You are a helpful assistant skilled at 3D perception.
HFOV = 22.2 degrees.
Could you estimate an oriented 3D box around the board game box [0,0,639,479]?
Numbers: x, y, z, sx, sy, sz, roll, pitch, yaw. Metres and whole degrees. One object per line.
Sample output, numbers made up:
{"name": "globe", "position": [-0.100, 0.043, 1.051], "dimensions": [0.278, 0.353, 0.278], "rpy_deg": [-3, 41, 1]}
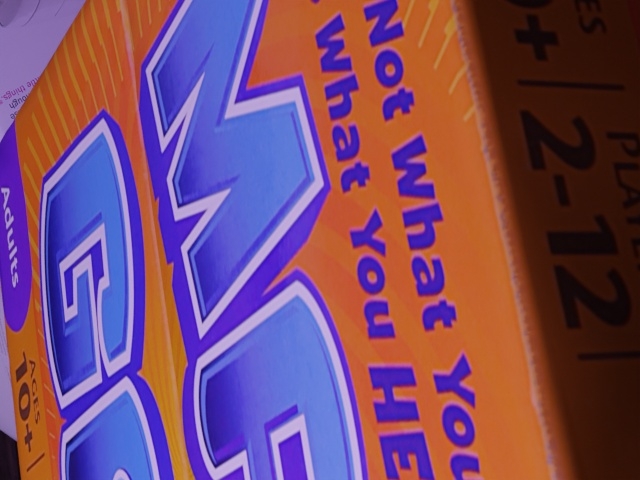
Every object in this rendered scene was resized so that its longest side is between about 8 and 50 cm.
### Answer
{"name": "board game box", "position": [0.120, 0.069, 0.546], "dimensions": [0.356, 0.357, 0.356], "rpy_deg": [-41, 55, 57]}

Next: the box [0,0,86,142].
{"name": "box", "position": [-0.138, -0.191, 0.847], "dimensions": [0.127, 0.262, 0.231], "rpy_deg": [-5, 116, 54]}

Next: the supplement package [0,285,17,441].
{"name": "supplement package", "position": [-0.199, 0.039, 1.230], "dimensions": [0.203, 0.149, 0.194], "rpy_deg": [26, 136, 37]}
